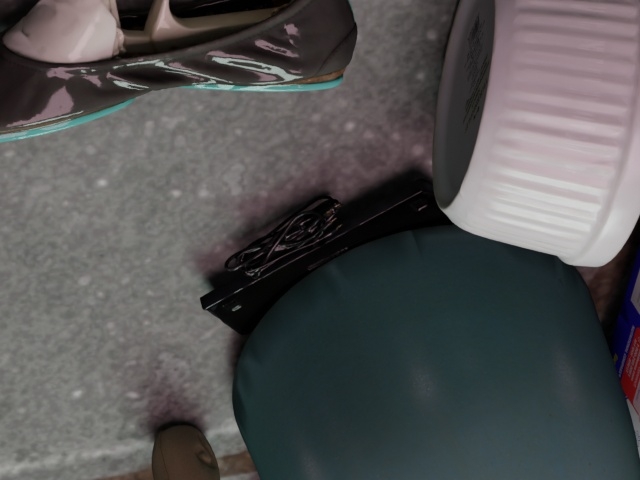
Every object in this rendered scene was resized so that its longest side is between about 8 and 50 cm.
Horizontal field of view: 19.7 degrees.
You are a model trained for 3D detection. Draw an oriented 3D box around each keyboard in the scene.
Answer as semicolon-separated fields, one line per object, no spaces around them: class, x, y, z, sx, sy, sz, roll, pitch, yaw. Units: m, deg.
keyboard;0.000;0.000;1.341;0.192;0.038;0.100;-29;151;9

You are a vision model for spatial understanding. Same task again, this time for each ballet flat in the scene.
ballet flat;-0.114;-0.133;1.173;0.280;0.095;0.096;-12;120;-17

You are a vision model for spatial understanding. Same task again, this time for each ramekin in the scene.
ramekin;0.143;-0.091;1.190;0.109;0.207;0.207;8;126;-7

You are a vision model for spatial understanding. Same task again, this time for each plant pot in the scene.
plant pot;0.100;0.174;1.344;0.293;0.235;0.293;-9;133;-9

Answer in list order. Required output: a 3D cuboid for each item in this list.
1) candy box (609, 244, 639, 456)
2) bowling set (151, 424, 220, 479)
candy box;0.388;0.112;1.440;0.317;0.122;0.268;-4;128;-17
bowling set;-0.065;0.298;1.471;0.287;0.154;0.200;29;116;-29
